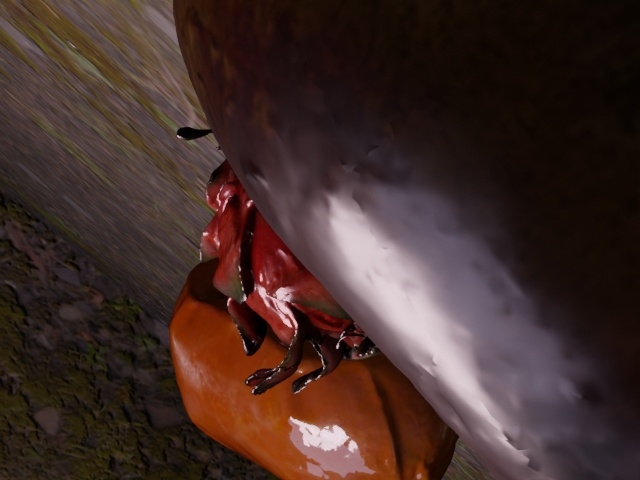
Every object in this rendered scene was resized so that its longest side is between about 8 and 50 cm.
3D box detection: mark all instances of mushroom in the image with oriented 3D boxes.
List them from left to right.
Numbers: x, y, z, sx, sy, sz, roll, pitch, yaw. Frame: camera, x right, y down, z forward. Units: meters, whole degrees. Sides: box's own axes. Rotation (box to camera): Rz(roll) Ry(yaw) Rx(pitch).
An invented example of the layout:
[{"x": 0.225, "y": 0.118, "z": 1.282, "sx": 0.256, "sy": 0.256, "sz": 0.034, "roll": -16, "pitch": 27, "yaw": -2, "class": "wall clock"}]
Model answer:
[{"x": 0.075, "y": -0.013, "z": 0.512, "sx": 0.297, "sy": 0.163, "sz": 0.278, "roll": 49, "pitch": 167, "yaw": -11, "class": "mushroom"}]

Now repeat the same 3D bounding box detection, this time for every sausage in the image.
[{"x": -0.006, "y": 0.100, "z": 1.390, "sx": 0.268, "sy": 0.153, "sz": 0.141, "roll": 29, "pitch": 138, "yaw": 45, "class": "sausage"}]

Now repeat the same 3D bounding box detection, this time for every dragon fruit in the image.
[{"x": -0.001, "y": 0.003, "z": 0.993, "sx": 0.142, "sy": 0.130, "sz": 0.121, "roll": 50, "pitch": -154, "yaw": -22, "class": "dragon fruit"}]
